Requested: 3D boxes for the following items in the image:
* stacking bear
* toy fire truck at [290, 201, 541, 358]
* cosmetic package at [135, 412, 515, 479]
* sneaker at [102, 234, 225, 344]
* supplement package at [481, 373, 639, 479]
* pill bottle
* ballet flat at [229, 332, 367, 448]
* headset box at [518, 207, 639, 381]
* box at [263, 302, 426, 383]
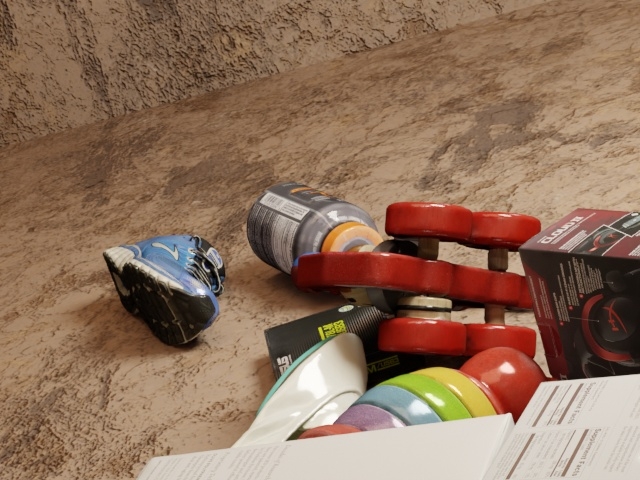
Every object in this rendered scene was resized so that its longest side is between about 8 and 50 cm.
[{"bbox_3d":[0.123,0.204,1.811,0.289,0.164,0.175,-27,21,-37],"label":"stacking bear"},{"bbox_3d":[0.103,0.051,2.081,0.302,0.169,0.254,8,-7,-44],"label":"toy fire truck"},{"bbox_3d":[0.010,0.291,1.598,0.366,0.197,0.155,-9,20,20],"label":"cosmetic package"},{"bbox_3d":[-0.203,0.048,2.543,0.147,0.129,0.330,-26,21,-14],"label":"sneaker"},{"bbox_3d":[0.234,0.261,1.466,0.145,0.204,0.262,-7,22,30],"label":"supplement package"},{"bbox_3d":[0.000,0.000,2.491,0.130,0.130,0.246,-25,21,-19],"label":"pill bottle"},{"bbox_3d":[-0.038,0.248,1.894,0.139,0.139,0.400,1,31,43],"label":"ballet flat"},{"bbox_3d":[0.343,0.089,1.818,0.110,0.218,0.293,-31,23,-36],"label":"headset box"},{"bbox_3d":[0.027,0.133,2.234,0.184,0.045,0.190,-15,19,-1],"label":"box"}]
